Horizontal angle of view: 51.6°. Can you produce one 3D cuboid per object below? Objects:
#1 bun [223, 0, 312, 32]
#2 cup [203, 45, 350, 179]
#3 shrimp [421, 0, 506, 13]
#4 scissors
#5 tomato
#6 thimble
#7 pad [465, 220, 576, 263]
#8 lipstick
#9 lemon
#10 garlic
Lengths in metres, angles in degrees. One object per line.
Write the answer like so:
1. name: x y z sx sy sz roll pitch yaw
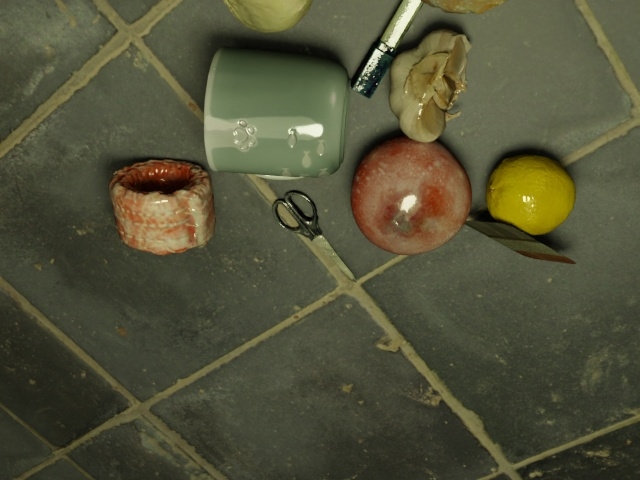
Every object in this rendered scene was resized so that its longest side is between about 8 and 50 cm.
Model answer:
1. bun: -0.118 -0.558 1.187 0.213 0.361 0.361 -25 116 -2
2. cup: -0.079 -0.236 1.425 0.274 0.260 0.357 5 151 4
3. shrimp: 0.171 -0.568 1.229 0.445 0.110 0.221 27 141 0
4. scissors: 0.000 0.000 1.660 0.109 0.022 0.300 -31 113 27
5. tomato: 0.194 -0.090 1.460 0.270 0.227 0.270 7 124 10
6. thimble: -0.363 -0.079 1.547 0.239 0.239 0.162 6 120 4
7. pad: 0.403 0.023 1.570 0.249 0.055 0.323 24 155 -28
8. lipstick: 0.160 -0.442 1.366 0.051 0.051 0.312 25 117 -13
9. lemon: 0.462 -0.099 1.451 0.203 0.178 0.178 9 122 -12
10. garlic: 0.213 -0.320 1.372 0.142 0.178 0.230 17 91 28
